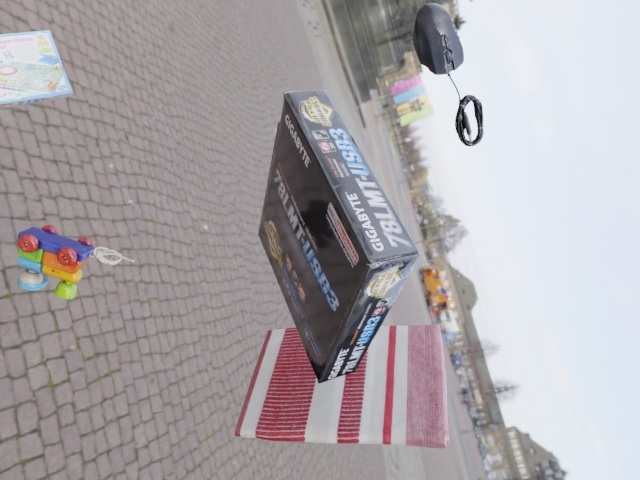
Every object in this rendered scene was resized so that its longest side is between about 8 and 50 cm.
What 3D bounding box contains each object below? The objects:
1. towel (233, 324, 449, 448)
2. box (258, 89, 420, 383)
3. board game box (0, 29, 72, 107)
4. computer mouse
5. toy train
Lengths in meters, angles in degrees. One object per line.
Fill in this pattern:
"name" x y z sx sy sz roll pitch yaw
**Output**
"towel" 0.043 0.237 0.850 0.237 0.328 0.037 -74 157 -54
"box" 0.000 0.000 0.705 0.293 0.073 0.296 107 -34 -50
"board game box" -0.484 -0.264 0.786 0.154 0.026 0.104 -23 100 -34
"computer mouse" 0.218 -0.267 0.828 0.242 0.071 0.041 61 -3 -17
"toy train" -0.563 0.071 1.155 0.105 0.247 0.144 -83 -167 -74
